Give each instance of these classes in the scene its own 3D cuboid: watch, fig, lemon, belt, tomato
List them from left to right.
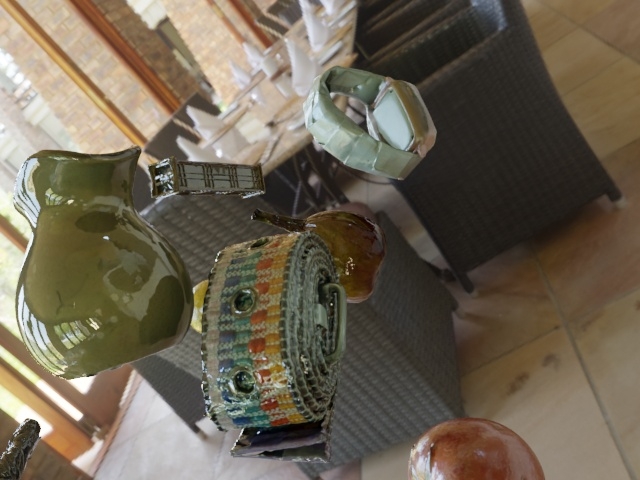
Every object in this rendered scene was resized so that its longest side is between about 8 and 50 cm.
[{"bbox_3d":[-0.314,0.199,1.800,0.173,0.173,0.206,-43,2,-6],"label":"lemon"},{"bbox_3d":[-0.046,0.124,0.814,0.161,0.206,0.294,-9,46,17],"label":"belt"},{"bbox_3d":[0.008,0.003,1.247,0.190,0.290,0.190,-50,20,25],"label":"fig"},{"bbox_3d":[0.092,-0.257,1.299,0.161,0.241,0.253,-51,51,48],"label":"watch"},{"bbox_3d":[0.301,0.469,1.150,0.265,0.265,0.265,-36,21,16],"label":"tomato"}]

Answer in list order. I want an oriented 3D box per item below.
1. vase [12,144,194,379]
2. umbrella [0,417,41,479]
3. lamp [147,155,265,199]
[{"bbox_3d":[-0.352,0.043,0.912,0.241,0.302,0.329,-15,-3,-43],"label":"vase"},{"bbox_3d":[-0.621,0.444,1.228,0.059,0.066,0.235,-5,15,-7],"label":"umbrella"},{"bbox_3d":[-0.278,-0.153,1.541,0.089,0.090,0.325,-10,-3,36],"label":"lamp"}]
